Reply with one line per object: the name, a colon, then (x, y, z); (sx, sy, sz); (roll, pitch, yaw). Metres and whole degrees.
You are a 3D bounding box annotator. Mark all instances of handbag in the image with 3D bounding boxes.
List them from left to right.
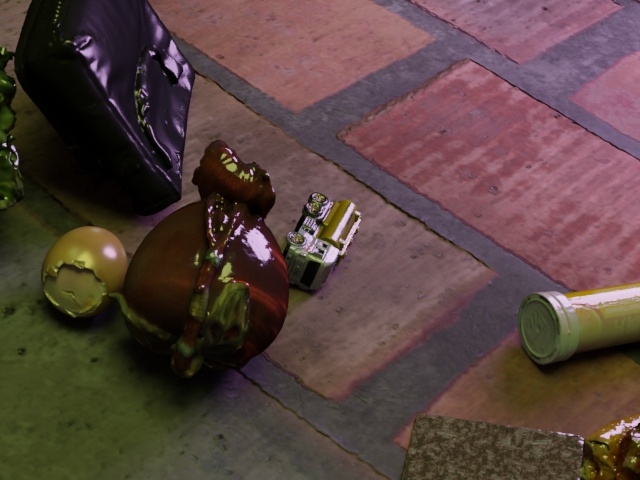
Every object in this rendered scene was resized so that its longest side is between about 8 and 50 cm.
handbag: (-0.219, -0.180, 1.482); (0.088, 0.244, 0.275); (-24, 36, 16)

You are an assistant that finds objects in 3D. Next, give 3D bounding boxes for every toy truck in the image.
toy truck: (0.000, 0.000, 1.452); (0.063, 0.052, 0.123); (25, 38, 2)

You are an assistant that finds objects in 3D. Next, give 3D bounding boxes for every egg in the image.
egg: (-0.220, 0.027, 1.327); (0.080, 0.080, 0.096); (17, 23, 2)

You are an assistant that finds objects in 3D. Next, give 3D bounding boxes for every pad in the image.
pad: (0.144, 0.242, 1.222); (0.158, 0.003, 0.235); (7, 38, 9)

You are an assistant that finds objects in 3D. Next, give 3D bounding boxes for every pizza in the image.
pizza: (0.332, 0.227, 1.272); (0.154, 0.069, 0.194); (-6, 39, -25)

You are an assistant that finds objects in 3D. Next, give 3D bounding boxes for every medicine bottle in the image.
medicine bottle: (0.312, 0.076, 1.449); (0.218, 0.074, 0.074); (-8, 44, -28)

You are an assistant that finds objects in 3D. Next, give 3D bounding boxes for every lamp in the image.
lamp: (-0.094, 0.035, 1.306); (0.151, 0.215, 0.223); (34, 64, 1)

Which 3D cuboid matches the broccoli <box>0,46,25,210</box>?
broccoli: (-0.401, -0.111, 1.302); (0.248, 0.245, 0.288); (-7, 38, -12)
